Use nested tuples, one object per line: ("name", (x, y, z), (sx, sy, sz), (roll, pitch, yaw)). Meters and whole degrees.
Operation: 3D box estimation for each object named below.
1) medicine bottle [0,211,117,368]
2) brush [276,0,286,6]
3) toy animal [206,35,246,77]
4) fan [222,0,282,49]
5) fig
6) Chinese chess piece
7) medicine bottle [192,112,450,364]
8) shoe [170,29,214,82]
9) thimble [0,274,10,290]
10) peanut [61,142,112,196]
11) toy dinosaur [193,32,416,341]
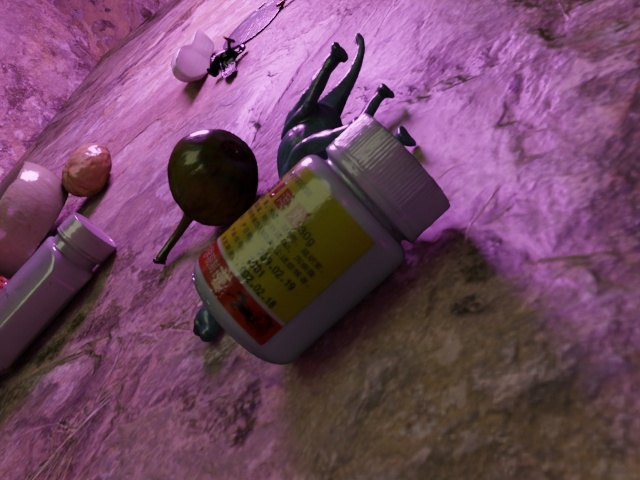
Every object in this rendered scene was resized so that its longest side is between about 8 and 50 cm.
("medicine bottle", (-0.529, 0.090, 1.142), (0.296, 0.111, 0.161), (-51, 32, -6))
("brush", (-0.046, -0.636, 1.501), (0.169, 0.014, 0.043), (-27, 38, 26))
("toy animal", (-0.237, -0.451, 1.489), (0.108, 0.062, 0.220), (-59, 29, 13))
("fan", (-0.149, -0.616, 1.609), (0.294, 0.012, 0.223), (-46, 31, 1))
("fig", (-0.190, -0.054, 0.923), (0.245, 0.149, 0.149), (-50, 25, 33))
("Chinese chess piece", (-0.795, -0.036, 1.541), (0.349, 0.146, 0.349), (-35, 34, 28))
("medicine bottle", (0.000, 0.000, 0.574), (0.225, 0.139, 0.139), (-42, 31, 5))
("shoe", (-0.366, -0.482, 1.645), (0.110, 0.095, 0.265), (-34, 27, 29))
("thimble", (-0.837, 0.185, 1.286), (0.350, 0.230, 0.350), (-31, 35, 25))
("peanut", (-0.601, -0.180, 1.543), (0.141, 0.109, 0.159), (-58, 21, 20))
("toy dinosaur", (-0.047, -0.085, 0.792), (0.331, 0.129, 0.384), (-40, 29, 26))
